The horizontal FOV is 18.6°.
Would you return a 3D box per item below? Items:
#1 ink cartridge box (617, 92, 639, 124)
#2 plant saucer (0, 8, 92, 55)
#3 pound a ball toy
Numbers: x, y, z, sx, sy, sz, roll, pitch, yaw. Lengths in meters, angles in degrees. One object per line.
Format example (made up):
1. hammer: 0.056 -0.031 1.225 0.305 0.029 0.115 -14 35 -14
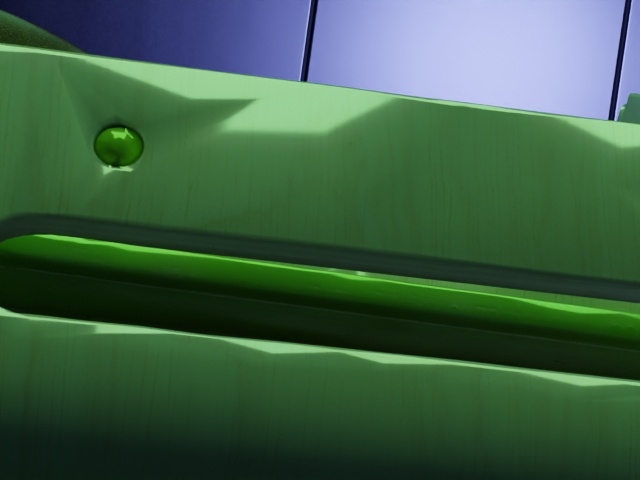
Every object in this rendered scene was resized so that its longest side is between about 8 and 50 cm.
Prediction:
1. ink cartridge box: 0.386 -0.007 1.707 0.273 0.198 0.115 10 -12 28
2. plant saucer: -0.121 -0.035 1.049 0.310 0.050 0.310 31 -15 10
3. pound a ball toy: 0.027 0.064 0.556 0.319 0.135 0.208 7 -22 -7
